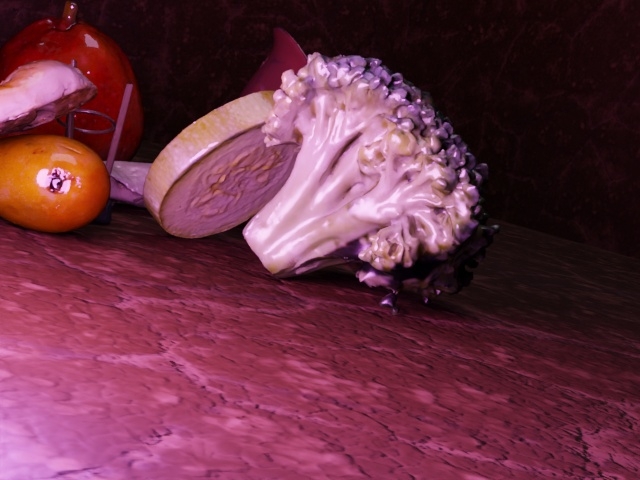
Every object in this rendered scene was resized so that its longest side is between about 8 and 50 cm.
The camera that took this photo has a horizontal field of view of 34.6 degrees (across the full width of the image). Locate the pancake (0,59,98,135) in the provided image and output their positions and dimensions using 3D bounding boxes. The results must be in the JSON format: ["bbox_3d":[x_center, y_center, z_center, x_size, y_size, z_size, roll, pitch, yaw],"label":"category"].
[{"bbox_3d":[-0.445,-0.147,1.211,0.386,0.082,0.387,-11,13,3],"label":"pancake"}]

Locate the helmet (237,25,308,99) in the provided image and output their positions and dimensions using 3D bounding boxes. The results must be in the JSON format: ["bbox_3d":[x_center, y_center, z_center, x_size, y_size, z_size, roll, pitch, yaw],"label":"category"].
[{"bbox_3d":[-0.038,-0.139,1.701,0.385,0.230,0.337,45,7,-49],"label":"helmet"}]

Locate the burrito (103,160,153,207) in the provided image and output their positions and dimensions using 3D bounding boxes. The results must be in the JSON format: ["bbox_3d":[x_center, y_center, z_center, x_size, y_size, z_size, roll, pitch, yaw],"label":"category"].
[{"bbox_3d":[-0.258,-0.080,1.640,0.117,0.076,0.392,25,15,39],"label":"burrito"}]

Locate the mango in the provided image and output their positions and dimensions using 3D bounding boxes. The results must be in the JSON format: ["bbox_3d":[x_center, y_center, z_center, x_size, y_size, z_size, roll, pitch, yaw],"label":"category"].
[{"bbox_3d":[-0.335,-0.069,1.213,0.138,0.113,0.253,2,5,-41],"label":"mango"}]

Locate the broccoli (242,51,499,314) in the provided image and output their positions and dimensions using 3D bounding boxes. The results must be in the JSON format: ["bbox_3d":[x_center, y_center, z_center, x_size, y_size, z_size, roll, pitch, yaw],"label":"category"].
[{"bbox_3d":[0.046,-0.053,1.231,0.348,0.281,0.293,51,5,-35],"label":"broccoli"}]

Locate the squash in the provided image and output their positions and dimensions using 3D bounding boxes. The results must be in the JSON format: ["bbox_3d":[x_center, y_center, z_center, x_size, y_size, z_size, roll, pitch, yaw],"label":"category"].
[{"bbox_3d":[-0.118,-0.092,1.369,0.049,0.252,0.252,53,23,21],"label":"squash"}]

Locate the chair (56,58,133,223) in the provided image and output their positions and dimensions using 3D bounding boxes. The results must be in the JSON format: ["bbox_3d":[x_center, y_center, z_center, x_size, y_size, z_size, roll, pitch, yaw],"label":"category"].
[{"bbox_3d":[-0.328,-0.124,1.409,0.104,0.222,0.095,18,-25,-42],"label":"chair"}]

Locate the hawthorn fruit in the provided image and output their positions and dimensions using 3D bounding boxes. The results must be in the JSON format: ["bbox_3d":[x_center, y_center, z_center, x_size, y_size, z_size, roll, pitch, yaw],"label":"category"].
[{"bbox_3d":[-0.423,-0.246,1.723,0.265,0.307,0.265,10,26,-5],"label":"hawthorn fruit"}]
